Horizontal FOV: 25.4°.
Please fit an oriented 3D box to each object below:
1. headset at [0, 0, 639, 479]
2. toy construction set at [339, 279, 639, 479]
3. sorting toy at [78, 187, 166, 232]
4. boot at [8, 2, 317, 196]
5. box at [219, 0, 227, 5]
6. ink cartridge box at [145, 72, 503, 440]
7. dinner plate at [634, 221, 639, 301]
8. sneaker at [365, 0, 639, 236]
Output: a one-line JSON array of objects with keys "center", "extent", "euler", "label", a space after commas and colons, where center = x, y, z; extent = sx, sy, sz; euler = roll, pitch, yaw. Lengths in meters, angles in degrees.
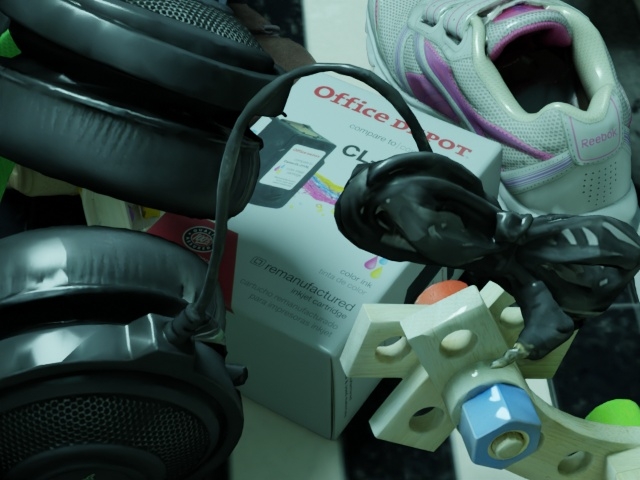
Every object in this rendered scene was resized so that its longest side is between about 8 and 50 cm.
[{"center": [-0.065, 0.004, 0.596], "extent": [0.185, 0.394, 0.243], "euler": [14, 78, -33], "label": "headset"}, {"center": [0.126, 0.159, 0.562], "extent": [0.215, 0.151, 0.328], "euler": [-11, 58, -10], "label": "toy construction set"}, {"center": [-0.087, -0.017, 0.774], "extent": [0.075, 0.083, 0.045], "euler": [-26, 33, -29], "label": "sorting toy"}, {"center": [-0.140, -0.115, 0.875], "extent": [0.207, 0.090, 0.248], "euler": [-20, 47, -34], "label": "boot"}, {"center": [-0.159, -0.200, 0.880], "extent": [0.183, 0.059, 0.233], "euler": [1, 24, -13], "label": "box"}, {"center": [0.000, 0.000, 0.752], "extent": [0.127, 0.072, 0.175], "euler": [24, 51, 22], "label": "ink cartridge box"}, {"center": [0.223, 0.002, 0.728], "extent": [0.141, 0.017, 0.141], "euler": [-16, 63, 34], "label": "dinner plate"}, {"center": [0.109, -0.105, 0.826], "extent": [0.103, 0.111, 0.252], "euler": [-21, 50, -19], "label": "sneaker"}]
